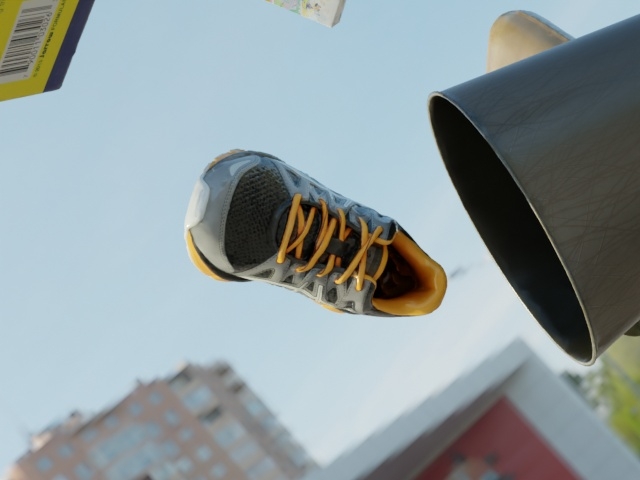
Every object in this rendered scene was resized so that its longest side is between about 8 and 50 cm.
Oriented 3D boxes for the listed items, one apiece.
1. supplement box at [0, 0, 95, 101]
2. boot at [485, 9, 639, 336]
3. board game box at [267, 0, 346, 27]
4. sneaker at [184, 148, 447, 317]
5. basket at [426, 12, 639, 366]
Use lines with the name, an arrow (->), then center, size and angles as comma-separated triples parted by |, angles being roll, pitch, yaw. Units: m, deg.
supplement box -> -0.370, -0.224, 1.481 | 0.356, 0.194, 0.195 | -19, -34, -46
boot -> 0.222, -0.065, 1.541 | 0.089, 0.236, 0.269 | -4, 14, -16
board game box -> -0.010, -0.306, 1.847 | 0.026, 0.103, 0.154 | -46, -24, -60
sneaker -> 0.000, 0.000, 1.134 | 0.215, 0.083, 0.084 | 19, -93, -50
basket -> 0.215, -0.062, 1.182 | 0.227, 0.204, 0.154 | -31, 12, -9
